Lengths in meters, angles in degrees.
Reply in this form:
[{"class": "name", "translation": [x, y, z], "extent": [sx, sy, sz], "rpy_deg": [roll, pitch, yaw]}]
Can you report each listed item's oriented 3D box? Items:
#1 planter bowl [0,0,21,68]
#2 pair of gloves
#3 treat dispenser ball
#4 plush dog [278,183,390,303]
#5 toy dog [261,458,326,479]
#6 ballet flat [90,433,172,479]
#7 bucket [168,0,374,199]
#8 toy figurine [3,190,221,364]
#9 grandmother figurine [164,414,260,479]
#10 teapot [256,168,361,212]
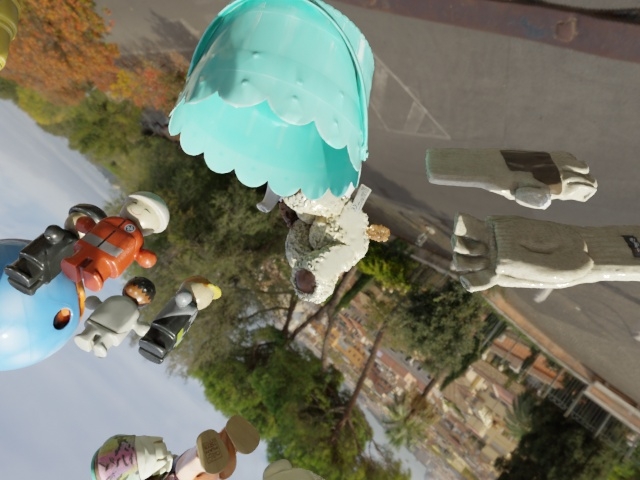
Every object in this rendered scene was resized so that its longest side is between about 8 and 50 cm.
[{"class": "planter bowl", "translation": [-0.564, -0.302, 0.645], "extent": [0.217, 0.217, 0.091], "rpy_deg": [9, 120, 70]}, {"class": "pair of gloves", "translation": [0.235, -0.036, 0.486], "extent": [0.240, 0.204, 0.042], "rpy_deg": [-92, 1, -46]}, {"class": "treat dispenser ball", "translation": [-0.684, 0.139, 0.931], "extent": [0.288, 0.288, 0.288], "rpy_deg": [42, 168, 11]}, {"class": "plush dog", "translation": [0.000, 0.000, 0.893], "extent": [0.225, 0.210, 0.263], "rpy_deg": [-21, 74, 57]}, {"class": "toy dog", "translation": [-0.014, 0.590, 0.622], "extent": [0.395, 0.284, 0.408], "rpy_deg": [22, 130, 63]}, {"class": "ballet flat", "translation": [-0.256, 0.318, 0.605], "extent": [0.222, 0.079, 0.077], "rpy_deg": [105, 151, -57]}, {"class": "bucket", "translation": [-0.057, -0.197, 0.609], "extent": [0.281, 0.183, 0.281], "rpy_deg": [13, 166, 3]}, {"class": "toy figurine", "translation": [-0.268, 0.049, 0.572], "extent": [0.212, 0.148, 0.210], "rpy_deg": [-8, 126, 31]}, {"class": "grandmother figurine", "translation": [-0.261, 0.467, 0.870], "extent": [0.342, 0.207, 0.104], "rpy_deg": [-49, 56, 42]}, {"class": "teapot", "translation": [-0.022, -0.143, 1.051], "extent": [0.255, 0.187, 0.252], "rpy_deg": [8, -168, -9]}]
